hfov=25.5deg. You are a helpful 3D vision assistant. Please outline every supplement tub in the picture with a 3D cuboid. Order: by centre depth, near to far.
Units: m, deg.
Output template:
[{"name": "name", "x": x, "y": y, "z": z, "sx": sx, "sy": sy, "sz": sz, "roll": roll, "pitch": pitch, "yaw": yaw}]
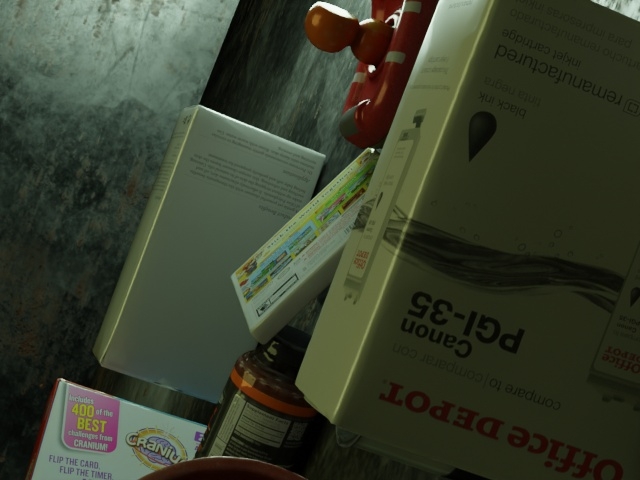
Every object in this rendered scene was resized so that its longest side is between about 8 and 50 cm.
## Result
[{"name": "supplement tub", "x": -0.062, "y": 0.192, "z": 1.521, "sx": 0.106, "sy": 0.106, "sz": 0.198, "roll": -120, "pitch": 53, "yaw": -71}]

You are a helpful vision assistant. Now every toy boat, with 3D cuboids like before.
[{"name": "toy boat", "x": 0.055, "y": -0.225, "z": 1.576, "sx": 0.151, "sy": 0.151, "sz": 0.231, "roll": 160, "pitch": 129, "yaw": -71}]

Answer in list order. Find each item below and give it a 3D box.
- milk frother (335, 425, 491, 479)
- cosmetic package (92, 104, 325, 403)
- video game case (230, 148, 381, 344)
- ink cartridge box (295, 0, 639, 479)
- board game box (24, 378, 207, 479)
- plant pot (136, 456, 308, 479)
[{"name": "milk frother", "x": 0.088, "y": 0.107, "z": 1.036, "sx": 0.143, "sy": 0.134, "sz": 0.129, "roll": -175, "pitch": 106, "yaw": -75}, {"name": "cosmetic package", "x": -0.154, "y": 0.021, "z": 1.913, "sx": 0.366, "sy": 0.197, "sz": 0.155, "roll": -68, "pitch": 14, "yaw": -2}, {"name": "video game case", "x": 0.000, "y": 0.000, "z": 1.544, "sx": 0.227, "sy": 0.026, "sz": 0.206, "roll": -43, "pitch": 18, "yaw": 4}, {"name": "ink cartridge box", "x": 0.134, "y": 0.005, "z": 0.864, "sx": 0.117, "sy": 0.207, "sz": 0.283, "roll": -153, "pitch": 84, "yaw": -77}, {"name": "board game box", "x": -0.249, "y": 0.349, "z": 1.714, "sx": 0.064, "sy": 0.242, "sz": 0.317, "roll": 126, "pitch": 160, "yaw": -50}, {"name": "plant pot", "x": -0.101, "y": 0.352, "z": 1.182, "sx": 0.265, "sy": 0.272, "sz": 0.272, "roll": 120, "pitch": 165, "yaw": -59}]
